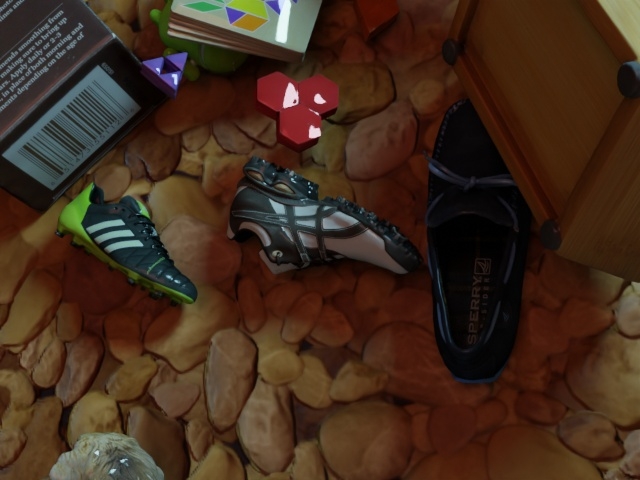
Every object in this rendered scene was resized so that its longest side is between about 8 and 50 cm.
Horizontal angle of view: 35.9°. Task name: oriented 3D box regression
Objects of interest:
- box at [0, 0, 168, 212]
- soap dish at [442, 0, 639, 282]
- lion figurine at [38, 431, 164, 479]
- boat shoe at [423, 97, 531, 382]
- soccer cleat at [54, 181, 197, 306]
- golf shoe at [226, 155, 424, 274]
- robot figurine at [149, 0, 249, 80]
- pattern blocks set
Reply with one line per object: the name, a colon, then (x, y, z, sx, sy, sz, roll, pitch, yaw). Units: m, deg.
box: (-0.357, -0.229, 1.042, 0.191, 0.143, 0.381, -43, 67, -1)
soap dish: (0.209, -0.144, 0.775, 0.118, 0.229, 0.291, -8, 54, -19)
lion figurine: (-0.209, 0.307, 0.709, 0.142, 0.392, 0.240, 7, 101, 6)
boat shoe: (0.141, -0.012, 0.845, 0.109, 0.089, 0.258, -8, 69, 13)
soccer cleat: (-0.180, 0.001, 0.951, 0.179, 0.060, 0.072, 30, 80, 26)
golf shoe: (0.000, 0.000, 0.898, 0.198, 0.077, 0.094, 27, 91, 30)
robot figurine: (-0.117, -0.213, 1.004, 0.115, 0.067, 0.101, 31, 83, 22)
pattern blocks set: (-0.064, -0.258, 0.974, 0.285, 0.026, 0.325, 25, 64, 1)
